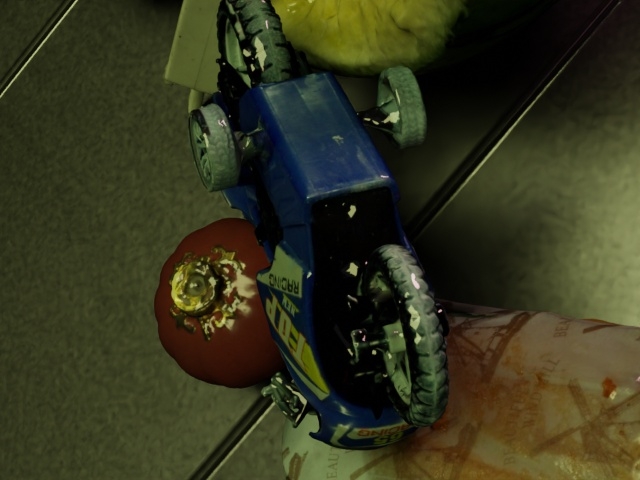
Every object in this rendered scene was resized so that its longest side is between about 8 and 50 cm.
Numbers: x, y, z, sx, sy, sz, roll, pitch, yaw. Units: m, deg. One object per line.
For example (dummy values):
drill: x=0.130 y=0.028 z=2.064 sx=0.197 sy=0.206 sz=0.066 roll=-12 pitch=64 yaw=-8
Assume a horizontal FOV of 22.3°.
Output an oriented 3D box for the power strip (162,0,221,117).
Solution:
power strip: x=-0.064 y=-0.136 z=0.987 sx=0.042 sy=0.175 sz=0.075 roll=15 pitch=48 yaw=-5

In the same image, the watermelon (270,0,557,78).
watermelon: x=0.084 y=-0.236 z=0.865 sx=0.189 sy=0.331 sz=0.331 roll=17 pitch=90 yaw=-11

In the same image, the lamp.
lamp: x=-0.050 y=0.036 z=0.949 sx=0.101 sy=0.090 sz=0.101 roll=-8 pitch=73 yaw=29

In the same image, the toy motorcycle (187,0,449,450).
toy motorcycle: x=0.000 y=0.000 z=0.830 sx=0.113 sy=0.169 sz=0.315 roll=-14 pitch=43 yaw=-13

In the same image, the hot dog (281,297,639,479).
hot dog: x=0.092 y=0.115 z=0.849 sx=0.270 sy=0.082 sz=0.163 roll=7 pitch=71 yaw=40
